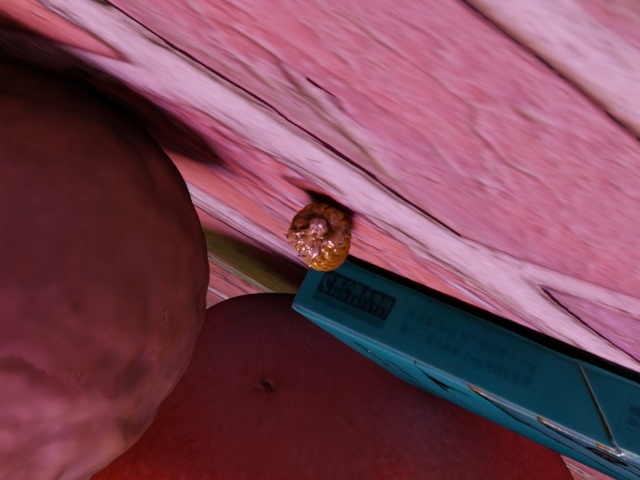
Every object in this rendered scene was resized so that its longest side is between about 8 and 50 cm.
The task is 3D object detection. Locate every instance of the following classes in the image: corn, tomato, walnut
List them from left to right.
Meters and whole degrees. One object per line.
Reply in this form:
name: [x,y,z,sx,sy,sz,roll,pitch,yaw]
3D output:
walnut: [-0.174,0.028,0.828,0.248,0.248,0.248,26,174,3]
corn: [0.000,0.000,0.826,0.027,0.028,0.083,47,176,8]
tomato: [0.002,0.184,1.164,0.341,0.273,0.341,-5,-155,3]

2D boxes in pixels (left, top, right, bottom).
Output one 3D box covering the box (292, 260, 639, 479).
box: [0.114,0.082,0.964,0.226,0.042,0.161,22,173,35]
